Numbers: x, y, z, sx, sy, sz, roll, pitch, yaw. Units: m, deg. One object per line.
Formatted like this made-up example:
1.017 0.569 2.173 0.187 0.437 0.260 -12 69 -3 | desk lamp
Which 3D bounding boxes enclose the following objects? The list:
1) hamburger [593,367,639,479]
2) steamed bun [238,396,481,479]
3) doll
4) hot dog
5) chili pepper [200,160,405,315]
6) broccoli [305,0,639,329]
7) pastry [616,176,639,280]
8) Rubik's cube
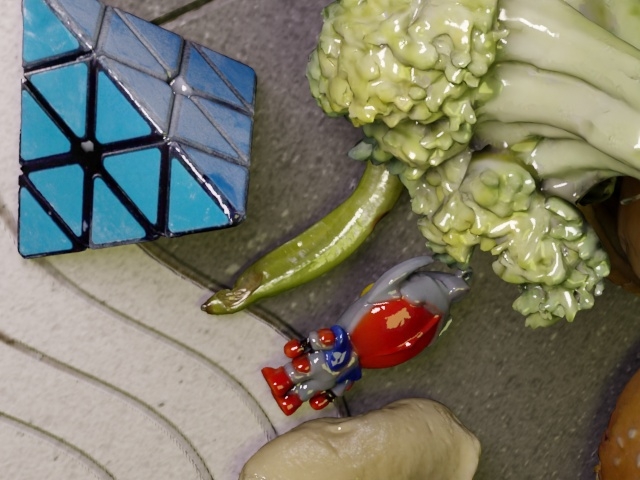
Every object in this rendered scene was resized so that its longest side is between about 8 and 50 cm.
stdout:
0.433 0.296 1.805 0.268 0.287 0.446 -17 126 -28 | hamburger
0.051 0.226 1.563 0.212 0.110 0.231 -40 139 -11 | steamed bun
0.044 0.076 1.486 0.194 0.062 0.104 -32 118 -7 | doll
0.247 -0.008 1.601 0.215 0.047 0.066 38 55 -48 | hot dog
0.001 0.001 1.408 0.208 0.043 0.049 -43 150 -6 | chili pepper
0.168 -0.128 1.276 0.293 0.281 0.348 -45 135 -7 | broccoli
0.441 -0.015 1.491 0.409 0.409 0.245 -40 158 -10 | pastry
-0.079 -0.065 1.198 0.190 0.178 0.211 -21 132 -31 | Rubik's cube
